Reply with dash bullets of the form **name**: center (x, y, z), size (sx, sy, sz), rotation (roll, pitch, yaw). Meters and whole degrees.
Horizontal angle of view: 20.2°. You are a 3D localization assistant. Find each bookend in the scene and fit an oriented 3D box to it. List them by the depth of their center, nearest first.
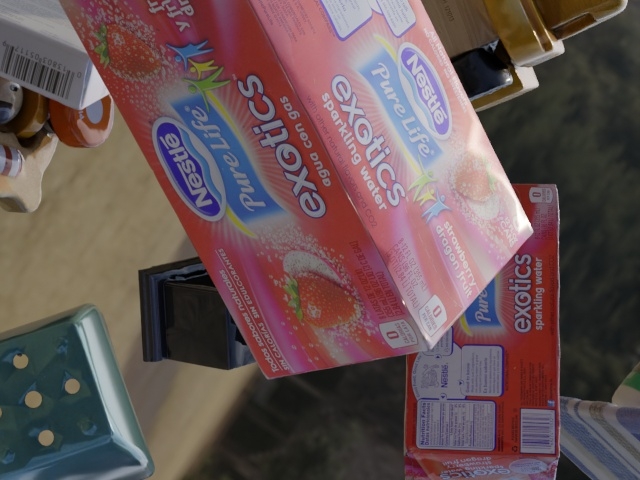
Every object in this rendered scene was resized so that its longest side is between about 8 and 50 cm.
- **bookend**: center (-0.027, 0.051, 1.350), size (0.157, 0.156, 0.072), rotation (-14, 105, -47)

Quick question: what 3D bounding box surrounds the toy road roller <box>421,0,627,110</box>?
- **toy road roller**: center (0.221, -0.276, 2.041), size (0.241, 0.202, 0.329), rotation (-22, 180, 14)

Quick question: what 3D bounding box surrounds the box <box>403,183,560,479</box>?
- **box**: center (0.138, 0.087, 1.530), size (0.122, 0.128, 0.257), rotation (84, 8, -62)

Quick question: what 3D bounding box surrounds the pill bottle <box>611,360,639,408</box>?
- **pill bottle**: center (0.487, 0.096, 1.843), size (0.361, 0.204, 0.204), rotation (-48, 174, -6)

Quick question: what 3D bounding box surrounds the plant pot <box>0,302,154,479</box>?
- **plant pot**: center (-0.245, 0.147, 1.550), size (0.166, 0.165, 0.234), rotation (-19, 173, -9)

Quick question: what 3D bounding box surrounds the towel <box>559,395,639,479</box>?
- **towel**: center (0.309, 0.211, 1.664), size (0.034, 0.209, 0.285), rotation (-51, -167, -13)

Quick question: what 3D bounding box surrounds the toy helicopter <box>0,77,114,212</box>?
- **toy helicopter**: center (-0.355, -0.085, 1.777), size (0.235, 0.140, 0.355), rotation (58, 41, -47)

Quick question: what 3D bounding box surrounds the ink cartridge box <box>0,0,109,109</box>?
- **ink cartridge box**: center (-0.243, -0.198, 1.601), size (0.232, 0.189, 0.066), rotation (-40, 151, -69)

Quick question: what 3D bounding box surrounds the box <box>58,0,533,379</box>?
- **box**: center (-0.013, -0.083, 1.120), size (0.142, 0.300, 0.154), rotation (-14, -159, 42)
